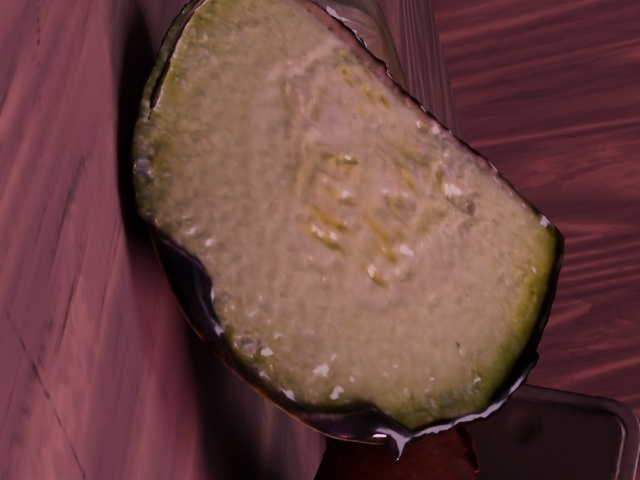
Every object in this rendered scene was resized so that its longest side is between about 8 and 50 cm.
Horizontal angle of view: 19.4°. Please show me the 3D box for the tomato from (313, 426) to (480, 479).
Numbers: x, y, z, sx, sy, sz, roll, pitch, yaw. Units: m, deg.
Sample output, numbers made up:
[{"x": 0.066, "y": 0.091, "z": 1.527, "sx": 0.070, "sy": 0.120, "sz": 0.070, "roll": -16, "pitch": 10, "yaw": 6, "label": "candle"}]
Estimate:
[{"x": 0.033, "y": 0.173, "z": 0.757, "sx": 0.228, "sy": 0.101, "sz": 0.228, "roll": 167, "pitch": -90, "yaw": -89, "label": "tomato"}]

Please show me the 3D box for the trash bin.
[{"x": 0.106, "y": 0.173, "z": 1.059, "sx": 0.240, "sy": 0.122, "sz": 0.164, "roll": 55, "pitch": 46, "yaw": -77, "label": "trash bin"}]

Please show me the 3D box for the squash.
[{"x": -0.012, "y": 0.010, "z": 0.723, "sx": 0.192, "sy": 0.085, "sz": 0.184, "roll": 41, "pitch": 42, "yaw": -9, "label": "squash"}]

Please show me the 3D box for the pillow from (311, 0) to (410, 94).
[{"x": 0.033, "y": -0.039, "z": 1.140, "sx": 0.185, "sy": 0.075, "sz": 0.302, "roll": -90, "pitch": 165, "yaw": -63, "label": "pillow"}]
